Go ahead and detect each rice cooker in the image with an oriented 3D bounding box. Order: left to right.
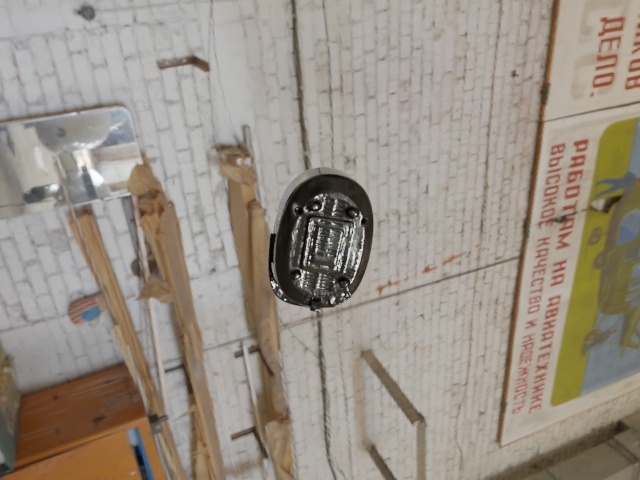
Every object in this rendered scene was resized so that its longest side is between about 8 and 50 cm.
[{"bbox_3d":[0.000,0.000,0.640,0.106,0.112,0.165,-139,-124,-79],"label":"rice cooker"}]
